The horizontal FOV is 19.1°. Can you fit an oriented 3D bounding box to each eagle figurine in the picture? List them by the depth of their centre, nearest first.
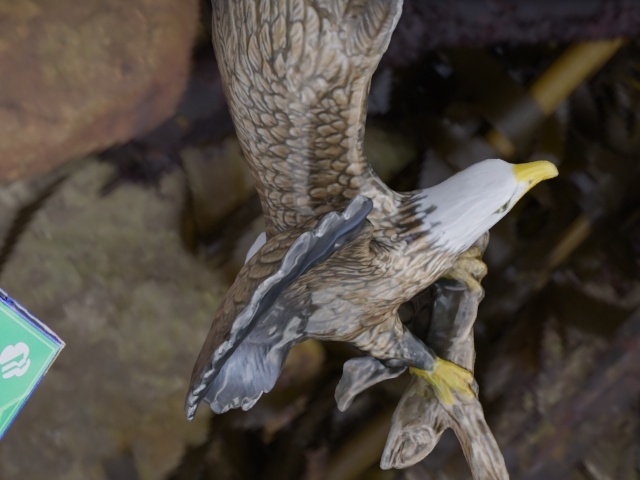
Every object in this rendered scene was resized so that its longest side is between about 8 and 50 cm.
[{"bbox_3d":[0.009,-0.007,0.959,0.225,0.226,0.298,-50,140,0],"label":"eagle figurine"}]

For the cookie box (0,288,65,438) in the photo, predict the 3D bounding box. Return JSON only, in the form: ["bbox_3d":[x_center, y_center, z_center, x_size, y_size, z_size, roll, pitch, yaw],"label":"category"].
[{"bbox_3d":[-0.114,0.038,0.345,0.107,0.092,0.040,-57,142,-10],"label":"cookie box"}]
